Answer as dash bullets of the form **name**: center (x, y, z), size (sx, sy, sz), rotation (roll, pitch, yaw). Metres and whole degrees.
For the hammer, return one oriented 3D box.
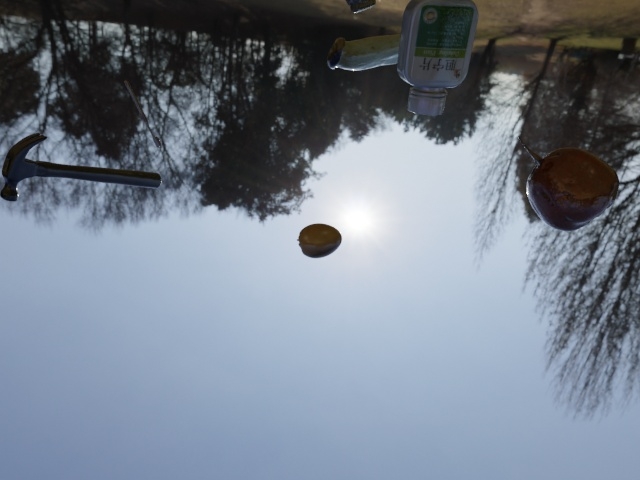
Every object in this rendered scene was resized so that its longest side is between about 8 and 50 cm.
- **hammer**: center (-0.609, -0.176, 1.231), size (0.044, 0.169, 0.439), rotation (28, -167, 24)

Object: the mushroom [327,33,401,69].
- **mushroom**: center (0.165, -0.564, 1.374), size (0.311, 0.081, 0.100), rotation (-14, 173, -21)

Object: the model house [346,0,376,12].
- **model house**: center (0.076, -0.484, 0.747), size (0.122, 0.188, 0.229), rotation (7, -141, 16)

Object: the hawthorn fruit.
- **hawthorn fruit**: center (0.443, -0.098, 0.838), size (0.189, 0.149, 0.149), rotation (22, -161, -15)

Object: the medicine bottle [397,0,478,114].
- **medicine bottle**: center (0.193, -0.314, 0.784), size (0.119, 0.183, 0.069), rotation (-2, -148, -11)

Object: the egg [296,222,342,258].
- **egg**: center (0.000, 0.000, 1.028), size (0.096, 0.080, 0.080), rotation (-7, -162, 16)

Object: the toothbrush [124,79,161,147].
- **toothbrush**: center (-0.245, -0.174, 0.635), size (0.006, 0.097, 0.008), rotation (-15, -160, 22)
